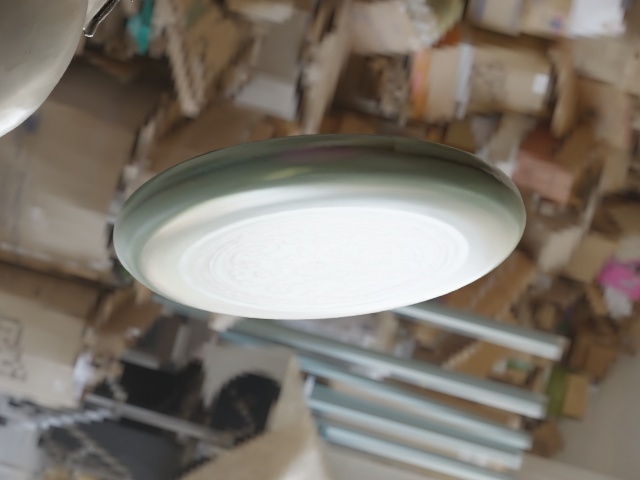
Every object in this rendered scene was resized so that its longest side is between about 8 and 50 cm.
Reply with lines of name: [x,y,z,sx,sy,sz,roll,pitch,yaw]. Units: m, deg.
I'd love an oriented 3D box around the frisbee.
frisbee: [0.000,0.000,0.473,0.110,0.110,0.014,87,-2,-68]

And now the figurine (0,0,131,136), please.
figurine: [-0.143,-0.108,0.639,0.162,0.141,0.236,-42,-168,25]
